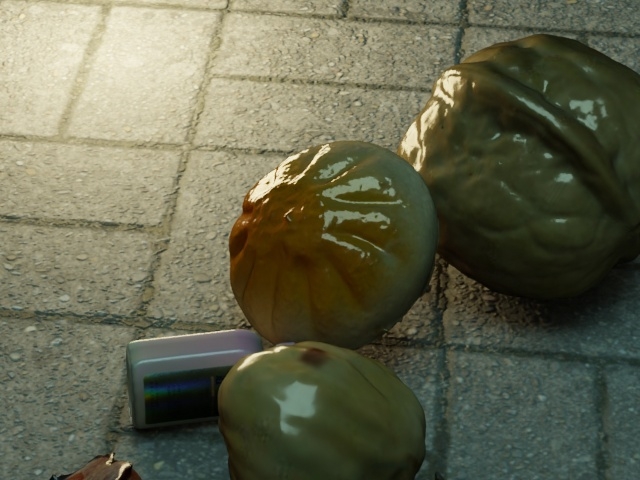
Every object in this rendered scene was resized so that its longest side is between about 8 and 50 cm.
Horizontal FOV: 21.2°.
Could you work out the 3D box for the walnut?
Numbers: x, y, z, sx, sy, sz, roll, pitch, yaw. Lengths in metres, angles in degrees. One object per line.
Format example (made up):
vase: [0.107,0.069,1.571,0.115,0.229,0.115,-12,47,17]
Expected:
walnut: [0.289,-0.102,2.298,0.381,0.381,0.381,1,39,-1]

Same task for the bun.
bun: [0.000,0.000,2.186,0.299,0.165,0.299,-16,60,31]

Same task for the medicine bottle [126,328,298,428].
medicine bottle: [-0.129,0.168,2.109,0.219,0.115,0.078,-6,38,-9]

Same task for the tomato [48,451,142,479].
tomato: [-0.272,0.334,1.884,0.199,0.112,0.228,-35,10,-13]

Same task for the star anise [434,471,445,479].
star anise: [0.210,0.351,1.894,0.262,0.081,0.230,22,11,-4]

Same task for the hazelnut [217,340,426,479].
hazelnut: [-0.017,0.235,1.935,0.261,0.261,0.241,-31,33,-33]
